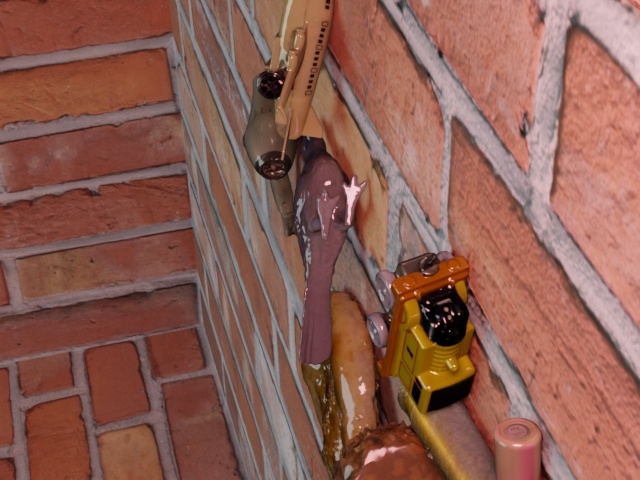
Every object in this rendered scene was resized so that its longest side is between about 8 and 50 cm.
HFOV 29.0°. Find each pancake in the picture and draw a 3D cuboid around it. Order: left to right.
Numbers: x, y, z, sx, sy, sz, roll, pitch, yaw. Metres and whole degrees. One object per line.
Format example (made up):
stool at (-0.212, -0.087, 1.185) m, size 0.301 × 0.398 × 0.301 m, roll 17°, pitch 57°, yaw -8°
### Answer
pancake at (0.031, 0.263, 1.879) m, size 0.387 × 0.082 × 0.387 m, roll 174°, pitch 90°, yaw -83°

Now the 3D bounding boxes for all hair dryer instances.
hair dryer at (-0.079, -0.159, 2.110) m, size 0.267 × 0.092 × 0.229 m, roll 81°, pitch -178°, yaw -63°

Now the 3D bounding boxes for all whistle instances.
whistle at (0.160, 0.245, 1.299) m, size 0.326 × 0.057 × 0.068 m, roll -121°, pitch 32°, yaw -58°

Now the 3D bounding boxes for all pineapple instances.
pineapple at (0.078, 0.300, 1.548) m, size 0.340 × 0.169 × 0.169 m, roll 139°, pitch 121°, yaw -85°

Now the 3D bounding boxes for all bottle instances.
bottle at (0.188, 0.218, 1.174) m, size 0.045 × 0.045 × 0.096 m, roll -120°, pitch 20°, yaw -59°

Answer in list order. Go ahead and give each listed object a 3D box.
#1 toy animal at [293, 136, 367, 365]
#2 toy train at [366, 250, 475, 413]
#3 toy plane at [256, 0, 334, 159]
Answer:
toy animal at (0.007, -0.026, 1.702) m, size 0.206 × 0.081 × 0.367 m, roll 131°, pitch 137°, yaw -69°
toy train at (0.116, 0.097, 1.323) m, size 0.219 × 0.089 × 0.127 m, roll 96°, pitch 150°, yaw -53°
toy plane at (-0.031, -0.247, 1.661) m, size 0.242 × 0.104 × 0.256 m, roll -68°, pitch -22°, yaw -65°
